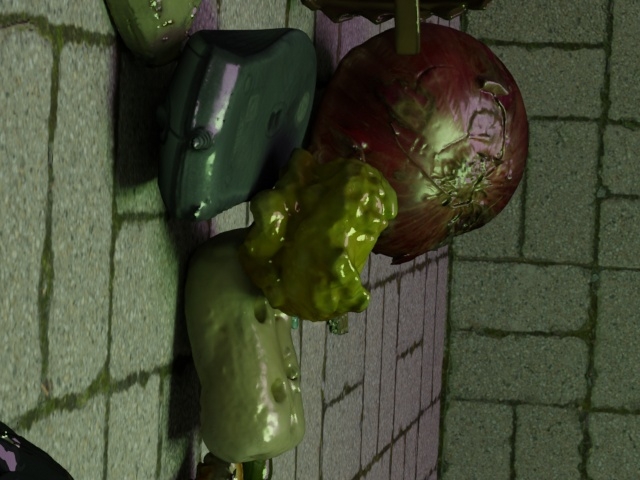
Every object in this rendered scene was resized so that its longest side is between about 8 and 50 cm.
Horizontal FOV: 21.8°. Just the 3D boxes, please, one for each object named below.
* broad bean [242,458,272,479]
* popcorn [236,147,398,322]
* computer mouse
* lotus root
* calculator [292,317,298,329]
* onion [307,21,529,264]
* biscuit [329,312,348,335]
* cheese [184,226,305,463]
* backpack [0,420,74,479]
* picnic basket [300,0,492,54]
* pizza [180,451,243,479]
[{"bbox_3d":[-0.081,0.337,2.113,0.070,0.048,0.214,36,56,-74],"label":"broad bean"},{"bbox_3d":[-0.004,-0.004,1.778,0.197,0.155,0.197,16,90,-79],"label":"popcorn"},{"bbox_3d":[-0.102,-0.130,1.716,0.371,0.122,0.188,-40,142,-73],"label":"computer mouse"},{"bbox_3d":[-0.151,-0.239,1.592,0.143,0.070,0.144,-72,161,-48],"label":"lotus root"},{"bbox_3d":[-0.032,0.053,2.326,0.095,0.021,0.153,75,22,-55],"label":"calculator"},{"bbox_3d":[0.137,-0.142,2.399,0.353,0.353,0.354,3,90,-78],"label":"onion"},{"bbox_3d":[0.027,0.055,2.610,0.144,0.016,0.203,-24,116,-76],"label":"biscuit"},{"bbox_3d":[-0.081,0.115,1.859,0.159,0.093,0.263,14,66,-72],"label":"cheese"},{"bbox_3d":[-0.241,0.252,1.212,0.206,0.133,0.258,56,32,-56],"label":"backpack"},{"bbox_3d":[0.102,-0.408,2.190,0.321,0.291,0.254,-89,178,-64],"label":"picnic basket"},{"bbox_3d":[-0.137,0.320,1.821,0.194,0.069,0.154,-18,111,-70],"label":"pizza"}]
